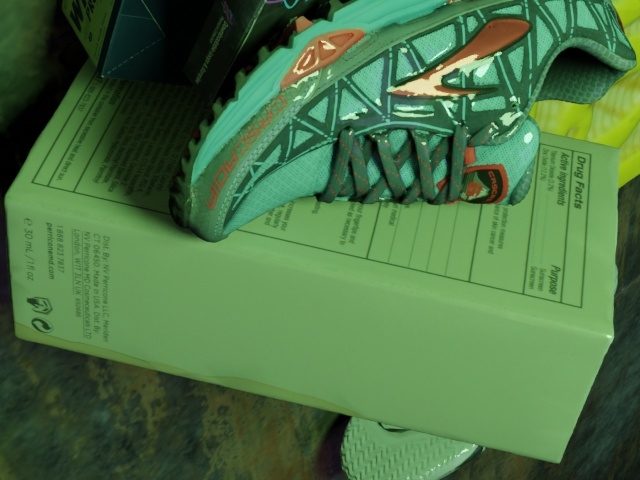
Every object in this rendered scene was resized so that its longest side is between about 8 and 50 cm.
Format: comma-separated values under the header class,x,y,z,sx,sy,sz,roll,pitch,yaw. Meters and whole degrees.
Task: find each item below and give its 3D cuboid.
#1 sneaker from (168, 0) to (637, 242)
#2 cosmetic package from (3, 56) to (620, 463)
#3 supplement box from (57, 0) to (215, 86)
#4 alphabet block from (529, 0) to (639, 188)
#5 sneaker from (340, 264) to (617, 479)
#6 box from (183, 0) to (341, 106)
class,x,y,z,sx,sy,sz,roll,pitch,yaw
sneaker,0.051,-0.063,0.599,0.262,0.125,0.104,-34,171,-17
cosmetic package,0.000,0.000,0.686,0.160,0.309,0.113,-72,175,-47
supplement box,-0.085,-0.128,0.660,0.083,0.083,0.056,2,125,-32
alphabet block,0.120,-0.134,0.827,0.192,0.197,0.193,-34,146,-25
sneaker,0.178,0.170,1.303,0.366,0.137,0.210,-41,146,-20
box,0.015,-0.134,0.603,0.162,0.029,0.116,-33,172,-29
